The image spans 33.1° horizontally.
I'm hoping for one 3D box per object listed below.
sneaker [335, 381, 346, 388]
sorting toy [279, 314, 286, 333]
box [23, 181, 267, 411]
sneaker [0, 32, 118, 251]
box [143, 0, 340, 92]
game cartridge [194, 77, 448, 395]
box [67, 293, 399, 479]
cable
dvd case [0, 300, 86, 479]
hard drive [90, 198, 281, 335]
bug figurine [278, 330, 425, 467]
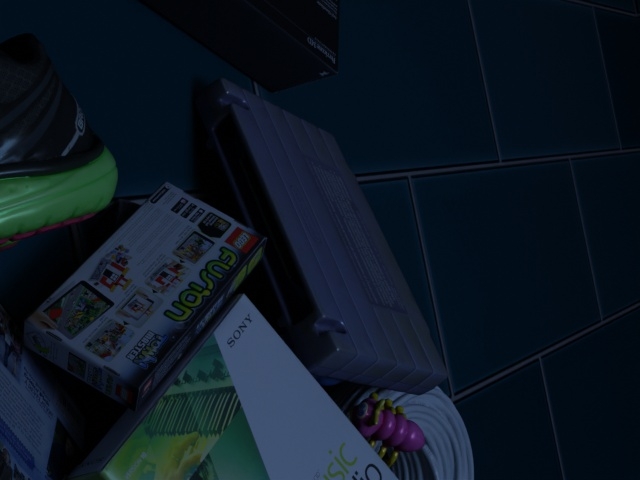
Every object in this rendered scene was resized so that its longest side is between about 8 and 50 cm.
[{"bbox_3d":[0.049,0.123,1.336,0.166,0.065,0.076,-62,140,-35],"label":"sneaker"},{"bbox_3d":[-0.040,0.078,1.210,0.042,0.061,0.102,40,4,-6],"label":"sorting toy"},{"bbox_3d":[-0.147,0.042,0.934,0.207,0.114,0.036,-51,166,-42],"label":"box"},{"bbox_3d":[-0.339,-0.068,0.732,0.483,0.185,0.202,-19,89,-66],"label":"sneaker"},{"bbox_3d":[-0.087,-0.309,1.216,0.261,0.103,0.184,30,54,-49],"label":"box"},{"bbox_3d":[0.000,0.000,1.179,0.230,0.068,0.355,26,34,-54],"label":"game cartridge"},{"bbox_3d":[-0.040,0.238,0.949,0.322,0.058,0.232,50,44,-14],"label":"box"},{"bbox_3d":[0.076,0.283,1.254,0.257,0.089,0.257,49,54,-33],"label":"cable"},{"bbox_3d":[-0.236,0.150,0.808,0.180,0.022,0.253,61,7,-30],"label":"dvd case"},{"bbox_3d":[-0.135,0.077,1.071,0.255,0.054,0.171,30,56,-48],"label":"hard drive"},{"bbox_3d":[0.005,0.226,1.090,0.216,0.072,0.279,24,62,-21],"label":"bug figurine"}]
